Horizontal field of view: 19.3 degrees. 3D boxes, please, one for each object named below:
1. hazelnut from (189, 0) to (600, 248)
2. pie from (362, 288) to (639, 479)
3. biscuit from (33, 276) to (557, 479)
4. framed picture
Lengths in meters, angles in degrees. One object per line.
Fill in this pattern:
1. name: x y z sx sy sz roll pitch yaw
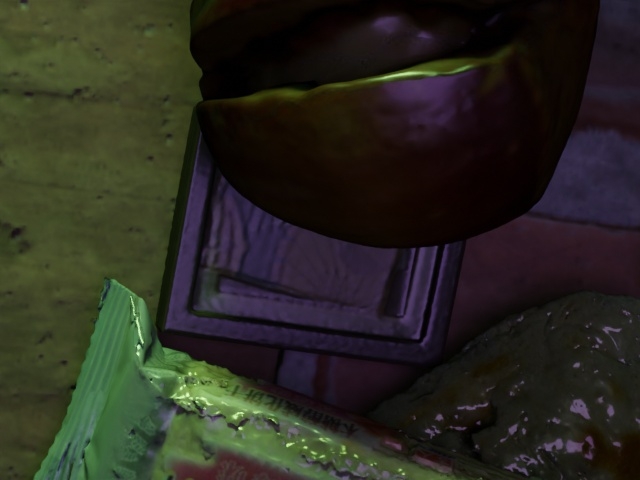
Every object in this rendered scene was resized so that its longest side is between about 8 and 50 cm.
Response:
1. hazelnut: 0.033 -0.119 0.974 0.217 0.217 0.251 -1 82 -17
2. pie: 0.131 0.148 1.093 0.248 0.090 0.201 -34 111 -5
3. biscuit: -0.007 0.162 1.015 0.309 0.079 0.186 21 100 3
4. framed picture: 0.000 0.000 1.065 0.168 0.023 0.128 9 96 -18
